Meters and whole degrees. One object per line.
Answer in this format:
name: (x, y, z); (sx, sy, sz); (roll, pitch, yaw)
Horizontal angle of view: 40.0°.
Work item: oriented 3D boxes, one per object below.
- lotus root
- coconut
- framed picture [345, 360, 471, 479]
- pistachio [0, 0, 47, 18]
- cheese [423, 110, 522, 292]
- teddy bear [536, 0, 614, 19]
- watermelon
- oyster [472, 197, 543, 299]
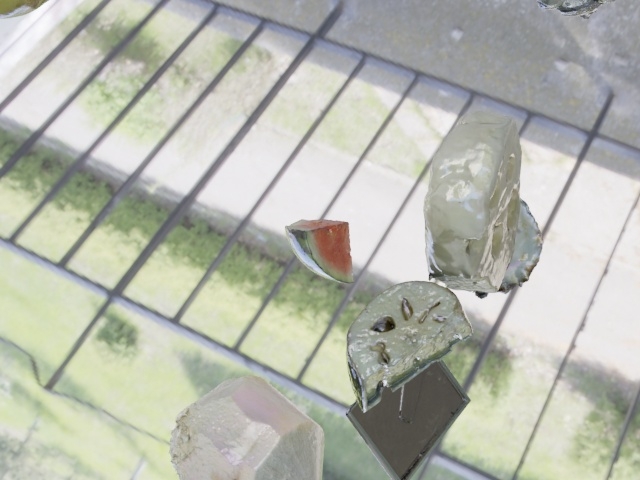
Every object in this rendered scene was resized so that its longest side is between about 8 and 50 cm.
lotus root: (0.128, 0.159, 1.423); (0.138, 0.235, 0.119); (40, 160, 36)
coconut: (-0.134, 0.450, 1.773); (0.309, 0.297, 0.297); (31, 154, 33)
framed picture: (0.178, 0.327, 1.731); (0.018, 0.265, 0.192); (-23, 104, 51)
pistachio: (-0.467, -0.400, 1.358); (0.189, 0.110, 0.100); (-8, 105, 32)
cheese: (0.263, -0.051, 1.488); (0.115, 0.318, 0.326); (7, 120, 22)
teddy bear: (0.449, -0.484, 1.557); (0.251, 0.144, 0.171); (61, 172, -26)
watermelon: (-0.014, 0.015, 1.864); (0.193, 0.145, 0.137); (48, 127, 21)
oyster: (0.312, -0.019, 1.689); (0.259, 0.198, 0.092); (65, 166, 9)
